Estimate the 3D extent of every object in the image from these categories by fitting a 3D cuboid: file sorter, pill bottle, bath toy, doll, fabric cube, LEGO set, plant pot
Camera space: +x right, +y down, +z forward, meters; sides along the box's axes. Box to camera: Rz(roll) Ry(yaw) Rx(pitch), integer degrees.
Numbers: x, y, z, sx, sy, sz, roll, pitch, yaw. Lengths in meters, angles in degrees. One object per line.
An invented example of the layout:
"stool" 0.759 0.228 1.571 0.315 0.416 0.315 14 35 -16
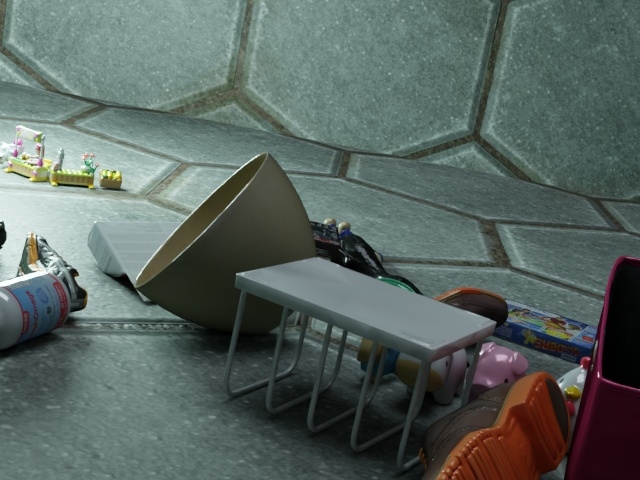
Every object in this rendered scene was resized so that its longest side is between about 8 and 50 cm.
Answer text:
"file sorter" 0.044 0.151 1.356 0.278 0.173 0.193 19 15 28
"pill bottle" -0.412 0.095 1.416 0.087 0.087 0.160 16 16 20
"bath toy" 0.227 0.182 1.463 0.348 0.129 0.151 17 15 22
"doll" 0.067 0.013 2.162 0.129 0.046 0.189 13 17 -32
"fabric cube" 0.396 0.206 1.111 0.259 0.258 0.254 14 32 13
"LEGO set" -0.576 -0.185 2.340 0.287 0.107 0.132 13 14 9
"plant pot" -0.114 0.032 1.609 0.191 0.284 0.284 45 10 -11

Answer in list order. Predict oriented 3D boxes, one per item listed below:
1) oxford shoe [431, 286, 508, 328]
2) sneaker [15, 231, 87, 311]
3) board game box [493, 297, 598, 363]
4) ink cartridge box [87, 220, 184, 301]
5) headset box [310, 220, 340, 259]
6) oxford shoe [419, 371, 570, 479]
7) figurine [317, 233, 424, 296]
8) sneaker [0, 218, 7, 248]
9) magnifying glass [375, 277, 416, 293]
"oxford shoe" 0.203 0.143 1.712 0.271 0.096 0.098 -6 38 -30
"sneaker" -0.407 0.055 1.605 0.083 0.084 0.215 7 23 -26
"board game box" 0.389 0.157 1.863 0.201 0.035 0.136 18 16 26
"ink cartridge box" -0.268 0.050 1.815 0.189 0.066 0.232 0 38 -36
"headset box" 0.000 0.000 1.861 0.062 0.032 0.083 13 26 -10
"oxford shoe" 0.166 0.264 1.194 0.133 0.130 0.364 -19 4 34
"figurine" 0.045 0.067 1.875 0.215 0.092 0.209 -2 23 -37
"sneaker" -0.544 -0.001 1.701 0.118 0.083 0.222 1 16 -35
"magnifying glass" 0.054 0.096 1.738 0.231 0.026 0.092 4 45 -18
